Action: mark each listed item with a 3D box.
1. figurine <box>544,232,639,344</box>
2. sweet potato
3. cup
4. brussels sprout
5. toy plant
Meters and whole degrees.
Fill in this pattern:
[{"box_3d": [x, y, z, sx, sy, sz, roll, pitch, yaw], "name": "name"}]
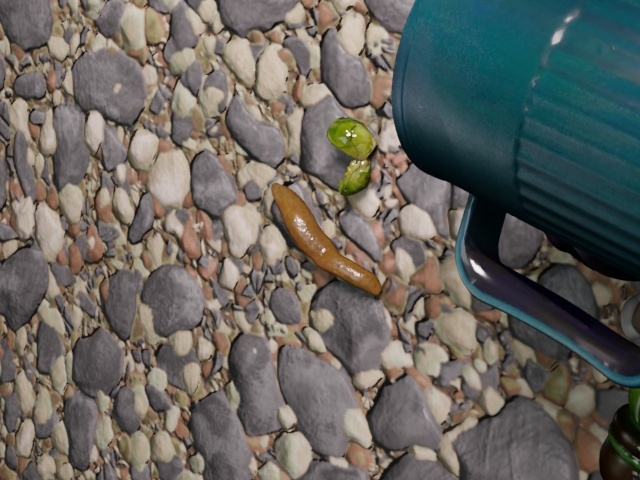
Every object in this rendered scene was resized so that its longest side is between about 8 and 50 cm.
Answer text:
[{"box_3d": [0.280, -0.009, 1.157, 0.145, 0.145, 0.222, -39, 58, 37], "name": "figurine"}, {"box_3d": [-0.002, 0.003, 1.428, 0.179, 0.044, 0.044, 49, 125, 18], "name": "sweet potato"}, {"box_3d": [0.224, -0.076, 0.976, 0.292, 0.242, 0.308, 31, 87, 37], "name": "cup"}, {"box_3d": [0.036, -0.090, 1.374, 0.051, 0.046, 0.083, 1, 113, 33], "name": "brussels sprout"}, {"box_3d": [0.324, 0.168, 1.198, 0.093, 0.093, 0.162, 30, 116, 27], "name": "toy plant"}]
